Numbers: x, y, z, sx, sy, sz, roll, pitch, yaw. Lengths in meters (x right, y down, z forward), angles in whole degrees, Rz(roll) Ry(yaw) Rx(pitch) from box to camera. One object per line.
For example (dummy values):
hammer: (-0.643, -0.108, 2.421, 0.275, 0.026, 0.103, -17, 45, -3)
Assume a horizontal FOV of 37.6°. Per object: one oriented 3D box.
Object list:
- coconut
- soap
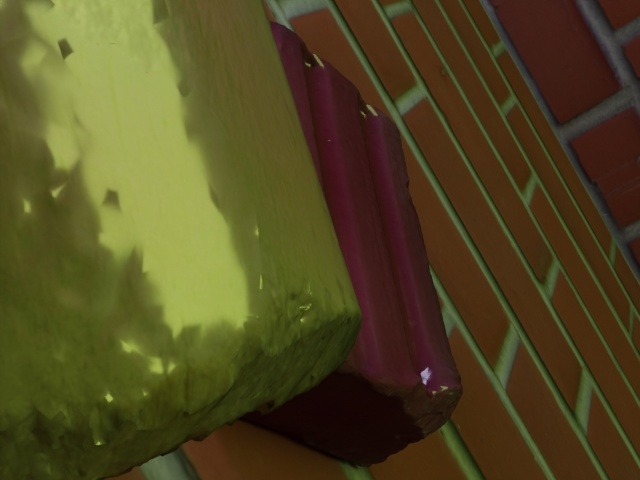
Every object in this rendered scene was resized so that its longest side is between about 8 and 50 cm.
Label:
coconut: (-0.154, -0.039, 0.433, 0.297, 0.297, 0.309, -13, 79, -64)
soap: (0.000, 0.000, 0.854, 0.233, 0.128, 0.359, 33, 37, -43)
